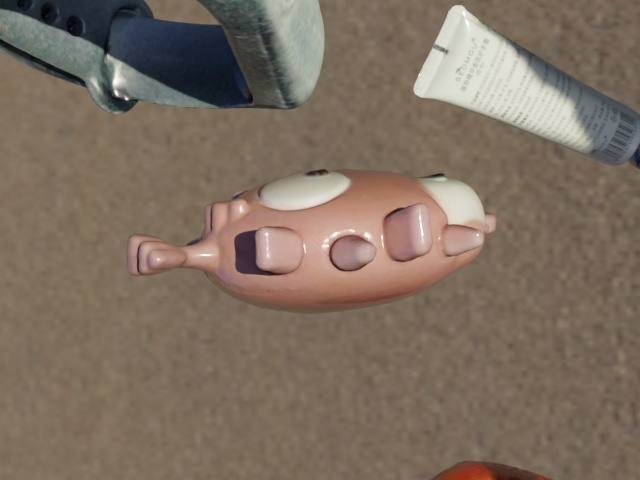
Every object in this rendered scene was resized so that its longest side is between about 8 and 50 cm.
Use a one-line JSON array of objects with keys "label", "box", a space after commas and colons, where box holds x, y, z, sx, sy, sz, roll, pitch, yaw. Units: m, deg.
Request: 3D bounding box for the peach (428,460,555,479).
[{"label": "peach", "box": [0.127, 0.314, 1.480, 0.338, 0.281, 0.281, 158, 108, -77]}]

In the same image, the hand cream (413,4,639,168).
[{"label": "hand cream", "box": [0.153, -0.097, 1.277, 0.067, 0.194, 0.042, -62, 28, 11]}]

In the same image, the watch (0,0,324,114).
[{"label": "watch", "box": [-0.099, -0.122, 0.915, 0.193, 0.206, 0.068, 10, 75, 11]}]

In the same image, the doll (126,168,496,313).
[{"label": "doll", "box": [0.000, 0.000, 1.179, 0.211, 0.261, 0.093, -171, 78, -69]}]
